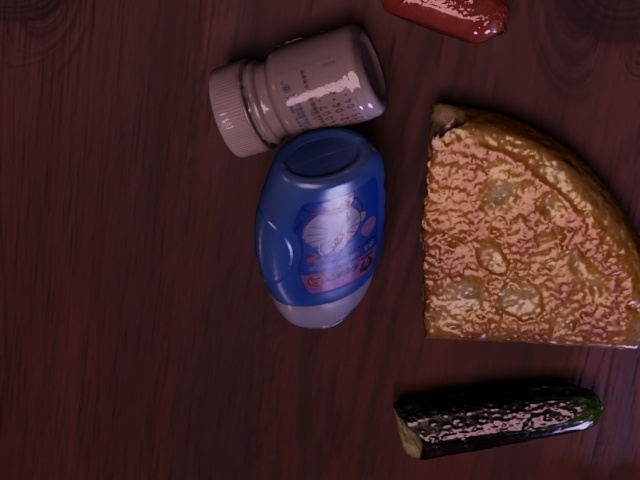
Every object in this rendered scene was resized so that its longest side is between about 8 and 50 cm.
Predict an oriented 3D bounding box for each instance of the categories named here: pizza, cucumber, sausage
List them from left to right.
[{"bbox_3d":[0.127,-0.246,1.552,0.141,0.076,0.076,20,116,2],"label":"sausage"},{"bbox_3d":[0.201,0.201,1.740,0.241,0.074,0.074,-11,111,13],"label":"cucumber"},{"bbox_3d":[0.240,-0.013,1.629,0.268,0.087,0.258,5,113,7],"label":"pizza"}]

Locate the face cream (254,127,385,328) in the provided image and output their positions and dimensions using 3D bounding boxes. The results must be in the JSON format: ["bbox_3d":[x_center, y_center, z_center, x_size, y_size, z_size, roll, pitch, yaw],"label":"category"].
[{"bbox_3d":[0.000,0.000,1.638,0.149,0.083,0.264,-19,141,-15],"label":"face cream"}]

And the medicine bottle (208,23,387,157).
[{"bbox_3d":[-0.022,-0.157,1.602,0.168,0.105,0.105,-16,110,16],"label":"medicine bottle"}]
